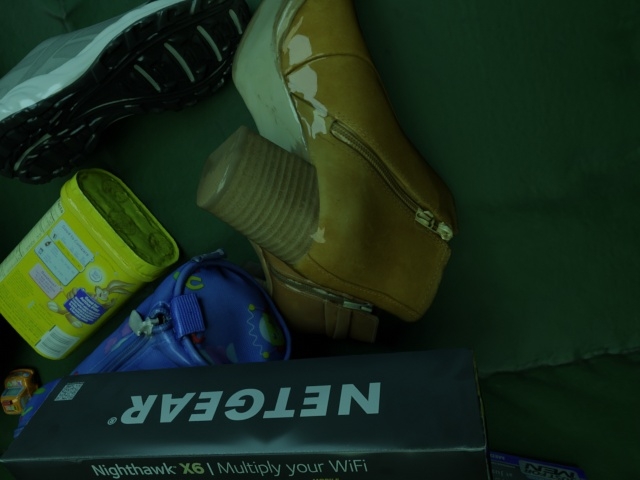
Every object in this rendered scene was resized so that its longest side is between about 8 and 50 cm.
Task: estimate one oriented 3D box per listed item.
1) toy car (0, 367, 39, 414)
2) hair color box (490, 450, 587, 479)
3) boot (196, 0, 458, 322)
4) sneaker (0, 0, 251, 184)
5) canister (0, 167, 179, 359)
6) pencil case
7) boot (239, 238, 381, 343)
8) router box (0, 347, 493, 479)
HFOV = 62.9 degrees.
[{"bbox_3d":[-0.313,0.188,0.600,0.122,0.040,0.060,11,104,9],"label":"toy car"},{"bbox_3d":[0.146,0.382,0.520,0.185,0.110,0.339,8,105,11],"label":"hair color box"},{"bbox_3d":[0.032,-0.096,0.436,0.211,0.295,0.104,28,152,-30],"label":"boot"},{"bbox_3d":[-0.191,-0.160,0.472,0.271,0.100,0.108,-25,60,5],"label":"sneaker"},{"bbox_3d":[-0.247,0.028,0.536,0.170,0.073,0.126,-40,92,18],"label":"canister"},{"bbox_3d":[-0.167,0.134,0.486,0.306,0.133,0.119,-36,52,28],"label":"pencil case"},{"bbox_3d":[0.000,0.000,0.484,0.152,0.073,0.197,14,117,9],"label":"boot"},{"bbox_3d":[-0.029,0.204,0.387,0.309,0.081,0.243,-7,120,14],"label":"router box"}]
